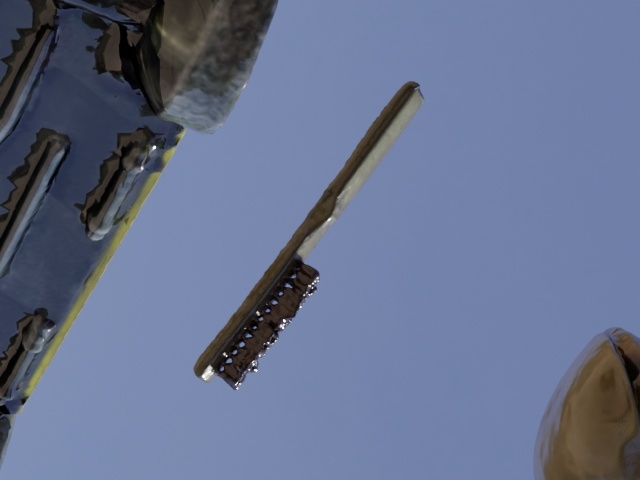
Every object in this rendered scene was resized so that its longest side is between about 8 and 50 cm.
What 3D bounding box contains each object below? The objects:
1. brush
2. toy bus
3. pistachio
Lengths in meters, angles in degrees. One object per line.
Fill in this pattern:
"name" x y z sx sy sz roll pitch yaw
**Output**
"brush" 0.000 0.000 1.314 0.248 0.036 0.043 -53 176 -5
"toy bus" -0.121 -0.044 0.577 0.330 0.144 0.152 125 -21 -44
"pistachio" 0.169 0.108 1.038 0.185 0.108 0.126 79 4 -75
